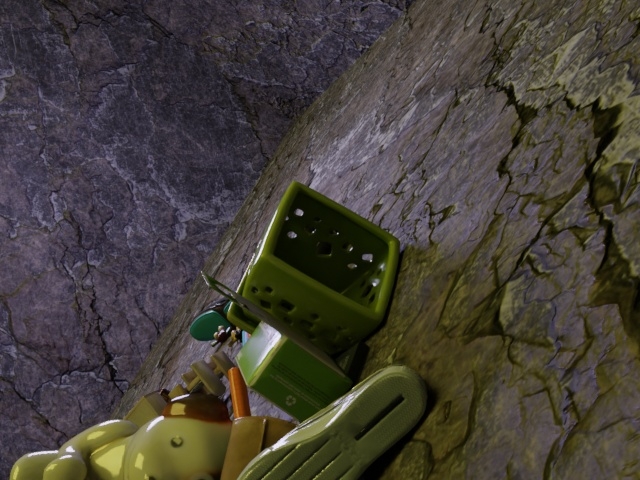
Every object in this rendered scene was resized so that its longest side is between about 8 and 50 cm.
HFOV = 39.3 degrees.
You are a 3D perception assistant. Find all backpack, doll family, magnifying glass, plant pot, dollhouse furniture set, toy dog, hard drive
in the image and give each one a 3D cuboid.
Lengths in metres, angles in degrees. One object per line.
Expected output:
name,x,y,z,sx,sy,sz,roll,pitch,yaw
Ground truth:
backpack,0.000,0.000,1.934,0.114,0.105,0.084,-59,-10,-14
doll family,-0.183,0.196,2.171,0.193,0.076,0.111,-53,7,-7
magnifying glass,-0.111,0.304,1.363,0.026,0.092,0.231,-28,58,23
plant pot,-0.021,0.074,1.529,0.207,0.228,0.227,-53,11,38
dollhouse furniture set,-0.280,0.388,1.929,0.212,0.161,0.242,-48,-15,27
toy dog,-0.267,0.422,1.465,0.408,0.395,0.284,-38,57,44
hard drive,0.020,0.224,1.416,0.135,0.022,0.094,-42,17,45

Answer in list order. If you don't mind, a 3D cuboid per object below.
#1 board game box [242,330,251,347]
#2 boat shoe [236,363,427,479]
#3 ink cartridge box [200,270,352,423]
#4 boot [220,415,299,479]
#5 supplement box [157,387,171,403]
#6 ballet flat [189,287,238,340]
board game box,-0.097,0.158,1.996,0.210,0.047,0.160,-54,12,6
boat shoe,0.014,0.267,1.132,0.302,0.109,0.094,-37,-3,6
ink cartridge box,-0.095,0.161,1.355,0.097,0.255,0.189,-55,12,-2
boot,-0.133,0.348,1.215,0.269,0.236,0.089,-77,8,-54
supplement box,-0.399,0.467,2.186,0.188,0.104,0.081,-59,12,-22
ballet flat,-0.241,0.188,2.403,0.280,0.095,0.096,-31,14,39
